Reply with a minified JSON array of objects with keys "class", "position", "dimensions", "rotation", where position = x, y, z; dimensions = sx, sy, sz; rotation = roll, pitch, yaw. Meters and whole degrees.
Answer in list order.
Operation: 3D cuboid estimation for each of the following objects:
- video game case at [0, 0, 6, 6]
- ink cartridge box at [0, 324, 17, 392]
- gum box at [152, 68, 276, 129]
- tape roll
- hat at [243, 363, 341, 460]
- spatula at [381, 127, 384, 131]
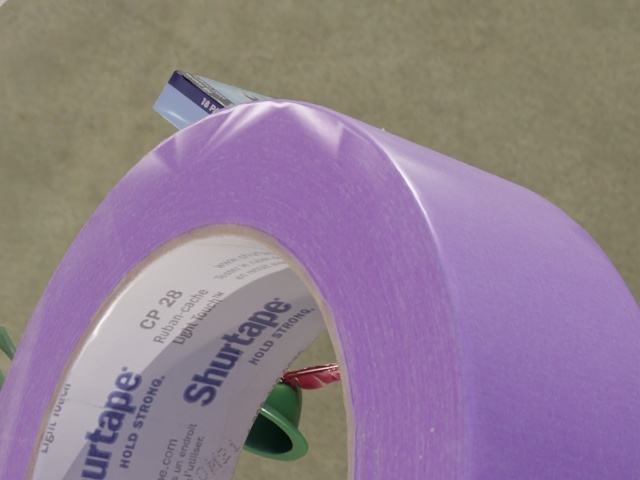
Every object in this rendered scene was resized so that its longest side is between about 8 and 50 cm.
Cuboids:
[{"class":"video game case","position":[-0.245,-0.329,1.187],"dimensions":[0.204,0.025,0.285],"rotation":[-35,57,37]},{"class":"ink cartridge box","position":[-0.480,0.193,1.958],"dimensions":[0.209,0.062,0.109],"rotation":[-29,72,-14]},{"class":"gum box","position":[-0.026,-0.070,1.243],"dimensions":[0.157,0.184,0.041],"rotation":[39,103,24]},{"class":"tape roll","position":[-0.016,0.097,0.498],"dimensions":[0.275,0.090,0.274],"rotation":[-27,54,44]},{"class":"hat","position":[-0.055,0.171,1.991],"dimensions":[0.173,0.208,0.183],"rotation":[-19,39,54]},{"class":"spatula","position":[0.000,0.000,1.589],"dimensions":[0.242,0.019,0.168],"rotation":[-52,18,15]}]
